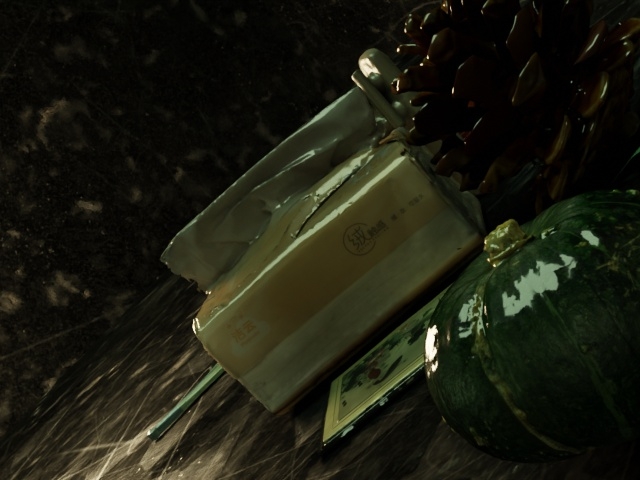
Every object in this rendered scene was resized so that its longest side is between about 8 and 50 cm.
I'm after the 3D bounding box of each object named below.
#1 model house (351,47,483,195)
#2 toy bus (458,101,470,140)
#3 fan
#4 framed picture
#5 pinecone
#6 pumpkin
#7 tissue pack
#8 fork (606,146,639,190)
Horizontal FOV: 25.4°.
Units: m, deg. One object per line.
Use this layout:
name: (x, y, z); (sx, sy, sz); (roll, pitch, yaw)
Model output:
model house: (0.067, -0.091, 1.731); (0.188, 0.229, 0.122); (-39, -10, -5)
toy bus: (0.203, -0.183, 2.059); (0.195, 0.081, 0.089); (-45, 18, -16)
fan: (-0.172, 0.209, 1.990); (0.193, 0.016, 0.038); (-45, 11, -22)
framed picture: (0.072, 0.115, 1.369); (0.199, 0.010, 0.195); (-40, 9, 11)
pinecone: (0.190, -0.152, 1.413); (0.264, 0.264, 0.264); (-41, 8, 7)
pumpkin: (0.153, 0.051, 0.857); (0.190, 0.146, 0.190); (-19, 13, 5)
tissue pack: (0.000, 0.000, 1.553); (0.305, 0.238, 0.238); (-40, 9, 11)
fork: (0.326, -0.095, 1.233); (0.039, 0.021, 0.235); (-51, 11, -32)
